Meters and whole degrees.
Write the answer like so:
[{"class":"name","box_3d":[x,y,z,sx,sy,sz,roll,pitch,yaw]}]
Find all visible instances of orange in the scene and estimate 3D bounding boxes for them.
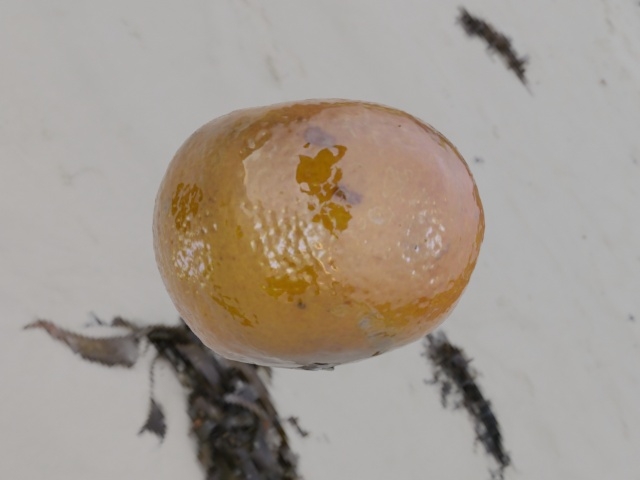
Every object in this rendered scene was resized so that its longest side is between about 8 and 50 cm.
[{"class":"orange","box_3d":[0.000,0.000,0.773,0.224,0.224,0.170,11,77,-52]}]
